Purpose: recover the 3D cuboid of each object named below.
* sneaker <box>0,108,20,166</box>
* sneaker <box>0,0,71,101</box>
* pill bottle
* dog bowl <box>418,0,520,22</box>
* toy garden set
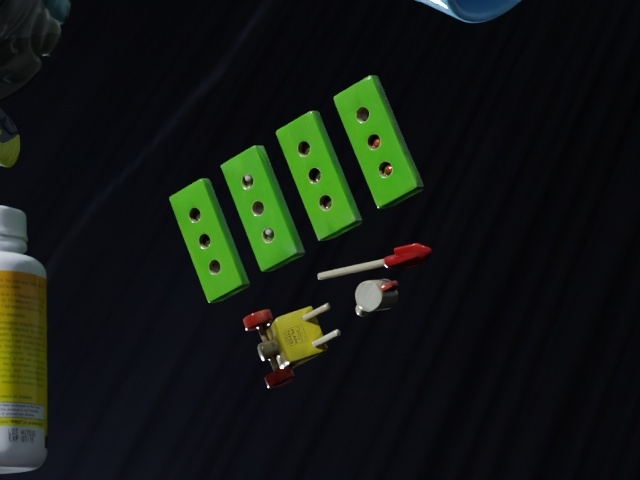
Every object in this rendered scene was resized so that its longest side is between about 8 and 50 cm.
[{"bbox_3d":[-0.301,-0.111,1.366,0.059,0.053,0.144,-16,117,31],"label":"sneaker"},{"bbox_3d":[-0.263,-0.121,0.788,0.283,0.110,0.122,-9,150,18],"label":"sneaker"},{"bbox_3d":[-0.284,0.082,1.412,0.117,0.215,0.117,-2,169,0],"label":"pill bottle"},{"bbox_3d":[0.145,-0.330,1.667,0.074,0.166,0.297,46,168,35],"label":"dog bowl"},{"bbox_3d":[0.000,0.000,1.529,0.244,0.049,0.203,-29,77,30],"label":"toy garden set"}]
